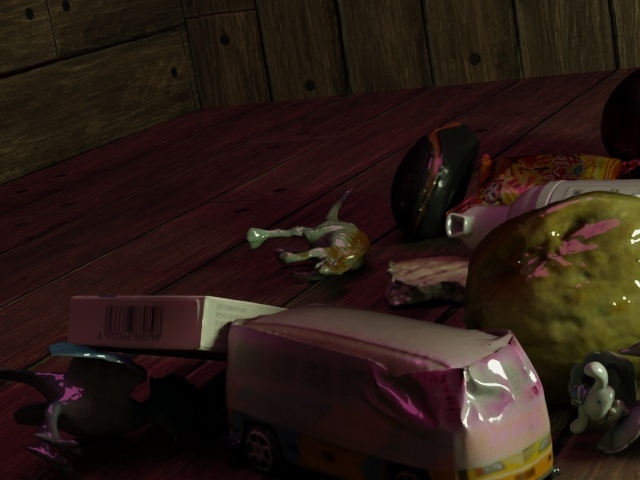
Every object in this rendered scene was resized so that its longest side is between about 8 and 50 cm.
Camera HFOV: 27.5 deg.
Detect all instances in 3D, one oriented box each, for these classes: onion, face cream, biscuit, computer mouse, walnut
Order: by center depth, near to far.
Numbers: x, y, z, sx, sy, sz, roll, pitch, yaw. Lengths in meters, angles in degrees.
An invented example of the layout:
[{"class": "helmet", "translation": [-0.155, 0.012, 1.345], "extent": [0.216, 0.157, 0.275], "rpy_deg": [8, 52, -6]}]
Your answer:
[{"class": "walnut", "translation": [0.295, 0.060, 1.457], "extent": [0.283, 0.283, 0.227], "rpy_deg": [-10, 42, -1]}, {"class": "face cream", "translation": [0.366, -0.019, 1.901], "extent": [0.369, 0.145, 0.145], "rpy_deg": [3, 18, 37]}, {"class": "biscuit", "translation": [0.177, 0.058, 1.950], "extent": [0.188, 0.040, 0.265], "rpy_deg": [-15, 15, -30]}, {"class": "computer mouse", "translation": [0.198, -0.111, 2.314], "extent": [0.116, 0.183, 0.323], "rpy_deg": [24, 21, 10]}, {"class": "onion", "translation": [0.644, -0.243, 2.371], "extent": [0.273, 0.285, 0.273], "rpy_deg": [-7, 36, 6]}]

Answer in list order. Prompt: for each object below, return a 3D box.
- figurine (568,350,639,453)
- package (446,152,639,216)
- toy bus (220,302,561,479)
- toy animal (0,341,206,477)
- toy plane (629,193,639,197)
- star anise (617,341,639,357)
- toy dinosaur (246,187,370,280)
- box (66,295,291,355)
[{"class": "figurine", "translation": [0.288, 0.164, 1.334], "extent": [0.094, 0.086, 0.082], "rpy_deg": [-48, 0, 32]}, {"class": "package", "translation": [0.381, -0.081, 2.213], "extent": [0.288, 0.108, 0.223], "rpy_deg": [4, 31, 26]}, {"class": "toy bus", "translation": [0.060, 0.164, 1.355], "extent": [0.171, 0.162, 0.386], "rpy_deg": [-20, 18, -39]}, {"class": "toy animal", "translation": [-0.271, 0.188, 1.527], "extent": [0.239, 0.255, 0.176], "rpy_deg": [-52, 5, 49]}, {"class": "toy plane", "translation": [0.474, 0.020, 1.635], "extent": [0.252, 0.118, 0.252], "rpy_deg": [24, 23, -11]}, {"class": "star anise", "translation": [0.429, 0.097, 1.262], "extent": [0.227, 0.148, 0.218], "rpy_deg": [-44, 17, 17]}, {"class": "toy dinosaur", "translation": [0.000, 0.000, 2.189], "extent": [0.205, 0.092, 0.393], "rpy_deg": [-4, 14, 22]}, {"class": "box", "translation": [-0.122, 0.113, 1.602], "extent": [0.200, 0.065, 0.343], "rpy_deg": [-2, -8, 31]}]
